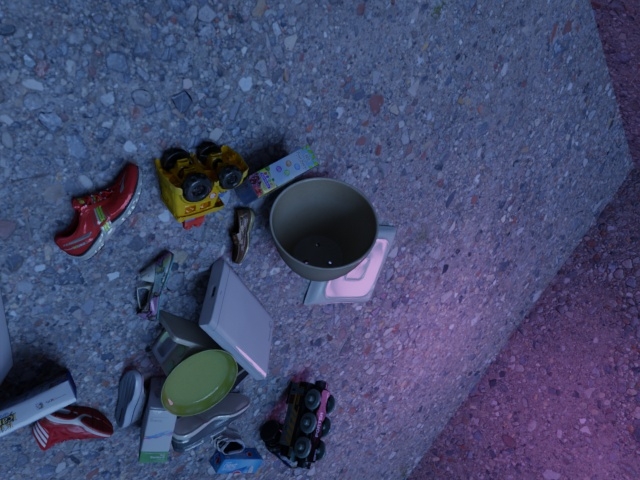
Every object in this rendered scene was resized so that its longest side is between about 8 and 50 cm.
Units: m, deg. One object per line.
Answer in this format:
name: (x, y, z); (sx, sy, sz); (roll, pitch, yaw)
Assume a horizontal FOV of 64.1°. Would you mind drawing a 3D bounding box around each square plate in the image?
square plate: (0.127, 0.101, 1.947); (0.344, 0.049, 0.347); (3, 113, -42)

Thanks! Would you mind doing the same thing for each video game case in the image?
video game case: (-0.743, 0.419, 1.277); (0.244, 0.269, 0.061); (-25, 93, -26)

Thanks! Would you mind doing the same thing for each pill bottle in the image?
pill bottle: (-0.152, 0.837, 2.108); (0.123, 0.123, 0.219); (-42, 123, -11)

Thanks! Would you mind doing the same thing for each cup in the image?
cup: (0.000, 0.000, 1.626); (0.331, 0.331, 0.237); (-30, 157, -22)

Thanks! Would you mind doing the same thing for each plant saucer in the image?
plant saucer: (-0.364, 0.417, 1.526); (0.240, 0.037, 0.241); (-21, 128, -28)

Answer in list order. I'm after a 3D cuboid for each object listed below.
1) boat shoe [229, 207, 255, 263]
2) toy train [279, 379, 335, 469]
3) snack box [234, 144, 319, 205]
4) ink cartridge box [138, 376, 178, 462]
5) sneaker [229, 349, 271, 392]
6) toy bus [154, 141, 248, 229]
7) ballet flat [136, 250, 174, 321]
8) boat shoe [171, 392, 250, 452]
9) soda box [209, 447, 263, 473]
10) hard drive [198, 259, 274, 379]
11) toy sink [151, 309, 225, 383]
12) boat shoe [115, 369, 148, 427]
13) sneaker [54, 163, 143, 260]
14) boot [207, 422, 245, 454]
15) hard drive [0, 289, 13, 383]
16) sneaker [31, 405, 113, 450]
boat shoe: (-0.249, -0.015, 1.554); (0.060, 0.064, 0.178); (5, 106, -36)
toy train: (-0.060, 0.709, 1.995); (0.142, 0.190, 0.334); (31, 64, -42)
snack box: (-0.129, -0.184, 1.464); (0.207, 0.174, 0.070); (-31, 97, -21)
ink cartridge box: (-0.512, 0.565, 1.616); (0.093, 0.154, 0.213); (8, 111, -19)
sneaker: (-0.278, 0.452, 1.822); (0.222, 0.083, 0.118); (-27, 150, -34)
toy bus: (-0.318, -0.133, 1.375); (0.220, 0.149, 0.212); (-22, 141, -32)
ballet flat: (-0.478, 0.130, 1.451); (0.079, 0.077, 0.222); (12, 109, -23)
boat shoe: (-0.383, 0.634, 1.786); (0.319, 0.116, 0.099); (-14, 122, -48)
soda box: (-0.332, 0.878, 2.035); (0.210, 0.067, 0.071); (27, 97, -45)
hard drive: (-0.254, 0.259, 1.622); (0.047, 0.233, 0.353); (-12, 137, 18)
toy sink: (-0.417, 0.335, 1.565); (0.131, 0.152, 0.234); (-54, 137, 1)
boat shoe: (-0.578, 0.482, 1.587); (0.075, 0.083, 0.226); (-9, 134, -49)
sneaker: (-0.540, -0.079, 1.244); (0.118, 0.107, 0.279); (38, 87, -37)
boot: (-0.376, 0.701, 1.846); (0.258, 0.123, 0.095); (33, 93, -46)
hard drive: (-0.781, 0.224, 1.166); (0.040, 0.203, 0.308); (4, 117, -8)
sneaker: (-0.736, 0.560, 1.505); (0.128, 0.087, 0.221); (-47, 124, 5)
